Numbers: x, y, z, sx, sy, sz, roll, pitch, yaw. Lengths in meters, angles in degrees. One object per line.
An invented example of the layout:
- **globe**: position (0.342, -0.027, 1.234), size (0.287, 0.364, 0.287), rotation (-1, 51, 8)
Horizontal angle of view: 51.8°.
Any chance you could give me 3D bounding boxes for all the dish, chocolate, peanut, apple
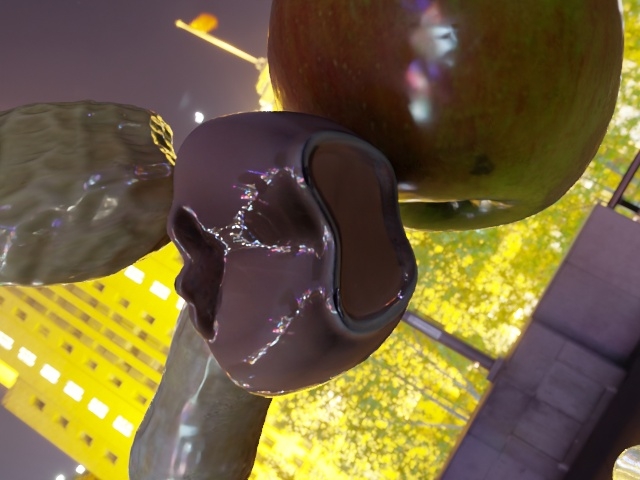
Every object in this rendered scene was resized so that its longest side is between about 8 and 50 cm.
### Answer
- **dish**: position (0.000, 0.000, 0.459), size (0.213, 0.090, 0.213), rotation (15, -111, -44)
- **chocolate**: position (-0.113, 0.164, 0.684), size (0.134, 0.134, 0.309), rotation (-2, -69, -73)
- **peanut**: position (-0.208, -0.050, 0.542), size (0.197, 0.233, 0.110), rotation (-15, -44, -11)
- **apple**: position (0.114, -0.166, 0.635), size (0.339, 0.340, 0.339), rotation (-54, -16, -24)

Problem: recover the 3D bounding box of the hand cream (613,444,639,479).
- **hand cream**: position (0.317, 0.186, 0.502), size (0.320, 0.109, 0.067), rotation (87, 172, -71)
